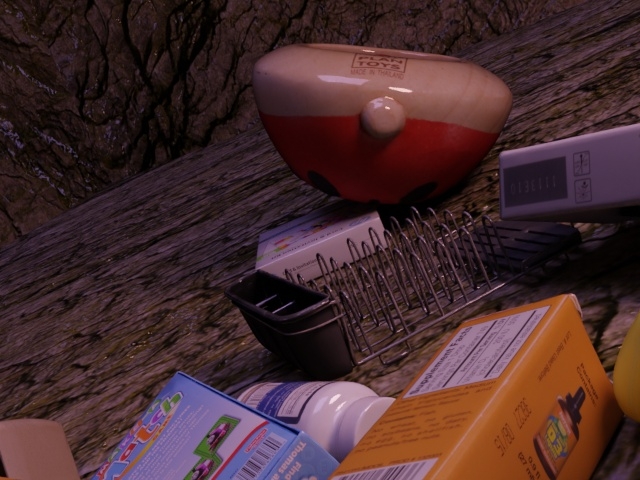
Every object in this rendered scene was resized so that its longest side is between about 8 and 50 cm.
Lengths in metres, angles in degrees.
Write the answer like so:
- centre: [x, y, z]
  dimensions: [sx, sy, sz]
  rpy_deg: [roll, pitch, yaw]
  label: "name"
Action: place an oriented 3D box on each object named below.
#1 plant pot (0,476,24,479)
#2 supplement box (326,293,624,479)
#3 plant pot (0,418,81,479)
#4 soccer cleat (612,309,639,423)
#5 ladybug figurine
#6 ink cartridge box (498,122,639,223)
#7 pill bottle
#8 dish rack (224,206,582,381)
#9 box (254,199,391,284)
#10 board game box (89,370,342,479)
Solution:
- centre: [-0.051, 0.176, 0.259]
  dimensions: [0.188, 0.205, 0.205]
  rpy_deg: [9, 31, 42]
  label: "plant pot"
- centre: [0.071, 0.112, 0.555]
  dimensions: [0.080, 0.078, 0.233]
  rpy_deg: [-19, 12, 38]
  label: "supplement box"
- centre: [-0.221, 0.177, 0.789]
  dimensions: [0.109, 0.109, 0.096]
  rpy_deg: [-19, 0, 21]
  label: "plant pot"
- centre: [0.194, -0.004, 0.501]
  dimensions: [0.289, 0.121, 0.093]
  rpy_deg: [122, 168, -55]
  label: "soccer cleat"
- centre: [0.067, -0.141, 1.358]
  dimensions: [0.305, 0.162, 0.449]
  rpy_deg: [7, 11, 5]
  label: "ladybug figurine"
- centre: [0.304, -0.050, 0.828]
  dimensions: [0.238, 0.060, 0.275]
  rpy_deg: [2, -5, -30]
  label: "ink cartridge box"
- centre: [0.001, 0.117, 0.688]
  dimensions: [0.067, 0.067, 0.120]
  rpy_deg: [-32, 14, -36]
  label: "pill bottle"
- centre: [0.071, 0.024, 0.959]
  dimensions: [0.271, 0.074, 0.208]
  rpy_deg: [-26, 13, -14]
  label: "dish rack"
- centre: [0.000, 0.000, 1.299]
  dimensions: [0.145, 0.038, 0.186]
  rpy_deg: [-23, 13, 4]
  label: "box"
- centre: [-0.086, 0.156, 0.622]
  dimensions: [0.160, 0.039, 0.211]
  rpy_deg: [-52, 20, -13]
  label: "board game box"
